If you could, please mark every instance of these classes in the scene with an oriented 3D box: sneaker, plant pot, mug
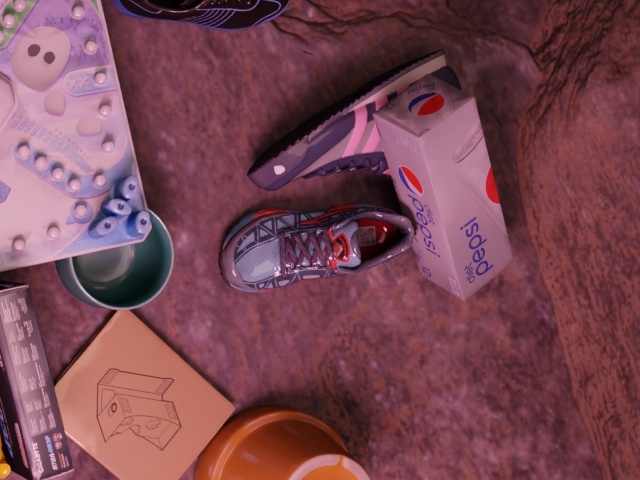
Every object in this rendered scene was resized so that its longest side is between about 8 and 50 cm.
[{"bbox_3d":[-0.134,-0.301,2.039,0.232,0.090,0.081,-4,92,-25],"label":"sneaker"},{"bbox_3d":[0.000,0.000,2.087,0.262,0.125,0.104,-14,96,-24],"label":"sneaker"},{"bbox_3d":[-0.028,0.313,2.042,0.205,0.188,0.205,0,91,-25],"label":"plant pot"},{"bbox_3d":[-0.257,0.005,1.982,0.129,0.097,0.157,-34,104,-20],"label":"mug"},{"bbox_3d":[0.060,-0.122,2.121,0.319,0.112,0.131,-32,101,-20],"label":"sneaker"}]

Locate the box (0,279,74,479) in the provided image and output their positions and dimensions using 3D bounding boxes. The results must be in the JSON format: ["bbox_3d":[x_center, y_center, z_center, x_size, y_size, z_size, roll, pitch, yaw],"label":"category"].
[{"bbox_3d":[-0.350,0.155,1.897,0.051,0.175,0.220,-16,98,-24],"label":"box"}]

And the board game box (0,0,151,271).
[{"bbox_3d":[-0.407,-0.153,1.854,0.390,0.050,0.390,-13,90,-21],"label":"board game box"}]

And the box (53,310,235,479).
[{"bbox_3d":[-0.225,0.205,2.042,0.201,0.021,0.164,44,73,-20],"label":"box"}]

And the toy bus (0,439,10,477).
[{"bbox_3d":[-0.463,0.246,1.878,0.220,0.149,0.211,-21,115,-21],"label":"toy bus"}]

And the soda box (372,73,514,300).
[{"bbox_3d":[0.160,-0.065,2.115,0.098,0.091,0.286,-37,133,-20],"label":"soda box"}]
